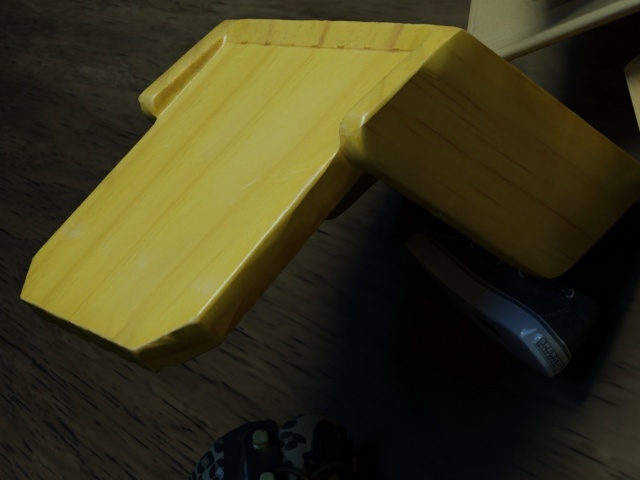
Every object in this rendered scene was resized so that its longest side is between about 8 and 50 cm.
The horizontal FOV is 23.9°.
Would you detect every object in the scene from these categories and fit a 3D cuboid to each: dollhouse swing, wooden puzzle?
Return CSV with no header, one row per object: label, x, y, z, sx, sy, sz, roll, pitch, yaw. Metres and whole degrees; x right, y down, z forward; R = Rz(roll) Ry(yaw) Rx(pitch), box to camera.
dollhouse swing,0.000,0.000,1.185,0.347,0.315,0.305,14,75,57
wooden puzzle,0.204,-0.246,1.170,0.221,0.044,0.239,-16,53,51

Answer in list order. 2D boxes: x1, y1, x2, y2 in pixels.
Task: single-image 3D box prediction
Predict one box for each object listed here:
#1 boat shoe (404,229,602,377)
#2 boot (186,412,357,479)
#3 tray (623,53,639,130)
boat shoe,0.147,0.031,1.214,0.076,0.080,0.228,-42,27,-5
boot,0.003,0.268,1.214,0.377,0.138,0.284,-44,38,39
tray,0.390,-0.144,0.974,0.411,0.076,0.203,-40,41,36
